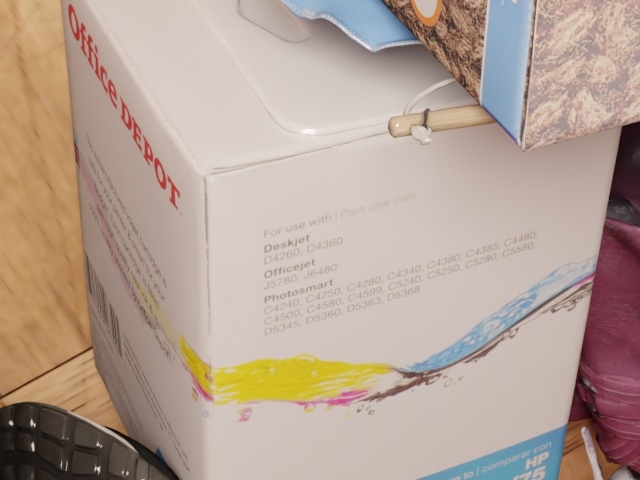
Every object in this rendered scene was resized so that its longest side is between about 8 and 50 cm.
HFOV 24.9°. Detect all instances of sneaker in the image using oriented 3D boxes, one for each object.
[{"bbox_3d":[-0.140,0.149,0.758,0.124,0.107,0.283,13,160,-42],"label":"sneaker"}]

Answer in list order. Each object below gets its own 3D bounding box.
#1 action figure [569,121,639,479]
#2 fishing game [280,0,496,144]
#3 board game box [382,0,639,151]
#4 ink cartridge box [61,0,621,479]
[{"bbox_3d":[0.201,0.057,0.916,0.276,0.248,0.370,-46,140,-27],"label":"action figure"},{"bbox_3d":[0.059,-0.117,0.601,0.189,0.264,0.041,-12,130,-19],"label":"fishing game"},{"bbox_3d":[0.109,-0.192,0.549,0.232,0.291,0.141,-15,131,-18],"label":"board game box"},{"bbox_3d":[0.000,0.000,0.708,0.197,0.198,0.270,-15,132,-19],"label":"ink cartridge box"}]
